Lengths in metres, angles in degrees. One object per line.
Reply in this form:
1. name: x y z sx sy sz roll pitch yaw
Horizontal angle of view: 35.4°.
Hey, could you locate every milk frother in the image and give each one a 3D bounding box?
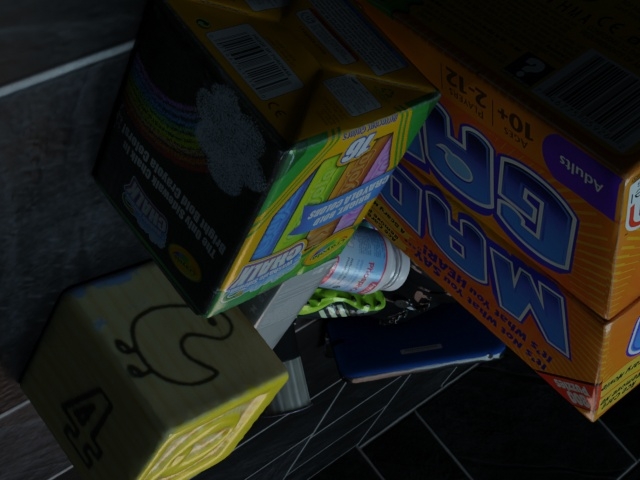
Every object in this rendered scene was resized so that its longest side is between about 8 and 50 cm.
1. milk frother: -0.062 0.195 1.575 0.129 0.134 0.143 -12 180 42

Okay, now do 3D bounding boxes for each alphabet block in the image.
1. alphabet block: -0.190 0.158 1.129 0.192 0.197 0.193 -23 155 -45

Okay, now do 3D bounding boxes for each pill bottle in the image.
1. pill bottle: 0.035 0.022 1.268 0.160 0.087 0.087 12 129 -39

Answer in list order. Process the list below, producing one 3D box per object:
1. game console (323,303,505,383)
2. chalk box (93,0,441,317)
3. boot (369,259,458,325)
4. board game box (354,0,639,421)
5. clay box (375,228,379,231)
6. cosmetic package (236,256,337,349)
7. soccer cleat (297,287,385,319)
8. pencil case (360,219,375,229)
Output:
1. game console: 0.163 0.206 1.826 0.293 0.250 0.173 -9 124 -5
2. chalk box: -0.064 -0.067 0.876 0.179 0.180 0.289 -25 158 -39
3. boot: 0.122 0.053 1.645 0.207 0.094 0.246 -22 135 39
4. board game box: 0.265 -0.129 0.960 0.356 0.356 0.356 -35 143 -16
5. clay box: 0.139 -0.082 1.454 0.222 0.053 0.127 -38 162 -4
6. cosmetic package: -0.095 0.062 1.210 0.107 0.127 0.238 -19 151 -48
7. soccer cleat: 0.019 0.097 1.593 0.179 0.060 0.072 2 154 -30
8. pencil case: 0.000 0.000 1.341 0.152 0.070 0.064 -27 150 -34
